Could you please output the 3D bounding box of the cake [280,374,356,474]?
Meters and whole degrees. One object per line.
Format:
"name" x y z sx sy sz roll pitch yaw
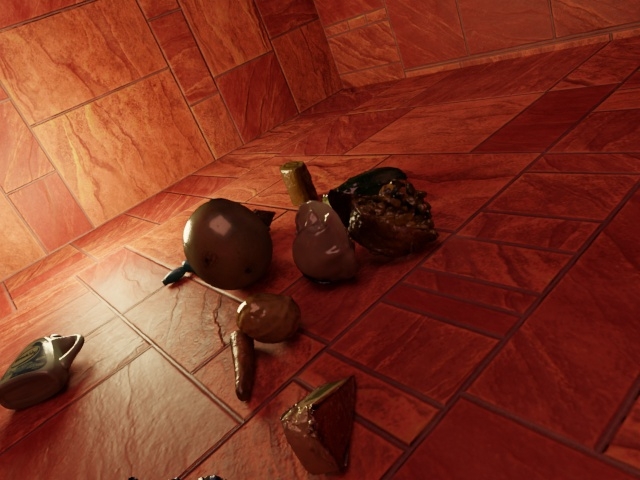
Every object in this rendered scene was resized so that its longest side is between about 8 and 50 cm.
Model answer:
"cake" -0.002 0.295 0.877 0.086 0.117 0.220 -21 25 20

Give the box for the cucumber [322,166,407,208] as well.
"cucumber" 0.167 -0.192 1.724 0.325 0.105 0.145 -28 8 -18

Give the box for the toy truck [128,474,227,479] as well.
"toy truck" -0.250 0.445 0.775 0.208 0.126 0.113 -21 24 6

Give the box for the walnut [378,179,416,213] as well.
"walnut" 0.231 -0.107 1.474 0.144 0.144 0.180 -17 32 14

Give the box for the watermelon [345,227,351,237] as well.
"watermelon" 0.099 -0.062 1.564 0.080 0.101 0.155 -21 9 21

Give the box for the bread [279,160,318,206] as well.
"bread" -0.085 -0.224 1.937 0.103 0.172 0.132 -37 29 -29

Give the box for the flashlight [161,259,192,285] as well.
"flashlight" -0.513 0.117 1.768 0.129 0.051 0.051 -37 27 -20

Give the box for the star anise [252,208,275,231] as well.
"star anise" -0.298 -0.025 1.796 0.315 0.108 0.315 -25 26 14

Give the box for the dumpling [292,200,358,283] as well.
"dumpling" -0.010 0.015 1.353 0.163 0.204 0.293 -44 39 -13

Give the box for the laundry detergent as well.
"laundry detergent" -0.821 0.362 1.472 0.214 0.105 0.280 -22 23 4

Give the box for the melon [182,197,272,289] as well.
"melon" -0.294 0.010 1.524 0.268 0.268 0.330 -32 44 -18

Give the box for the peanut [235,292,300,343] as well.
"peanut" -0.126 0.188 1.193 0.159 0.109 0.140 1 12 -16

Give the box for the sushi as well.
"sushi" 0.176 -0.064 1.336 0.296 0.179 0.167 28 35 31

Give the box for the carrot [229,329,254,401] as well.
"carrot" -0.179 0.290 1.124 0.061 0.061 0.210 -23 29 1
